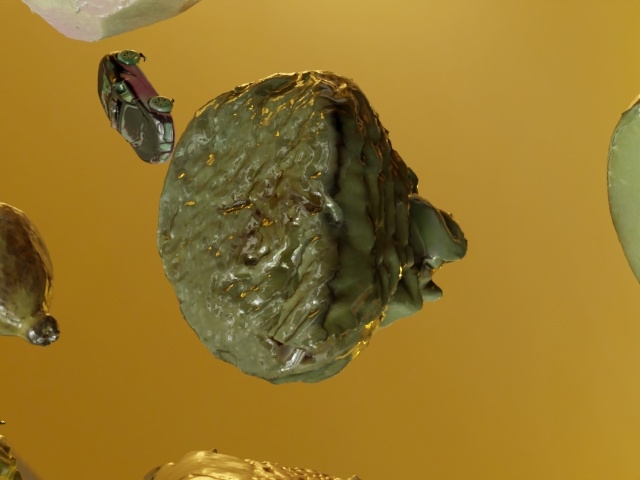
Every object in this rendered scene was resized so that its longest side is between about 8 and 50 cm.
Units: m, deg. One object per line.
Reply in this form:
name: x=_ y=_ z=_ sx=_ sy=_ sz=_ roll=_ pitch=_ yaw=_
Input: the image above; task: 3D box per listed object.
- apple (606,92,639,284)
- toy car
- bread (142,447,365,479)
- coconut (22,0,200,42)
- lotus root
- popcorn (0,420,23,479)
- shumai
apple: x=0.407 y=-0.030 z=1.247 sx=0.179 sy=0.254 sz=0.346 roll=-80 pitch=-29 yaw=-62
toy car: x=-0.192 y=-0.136 z=1.349 sx=0.055 sy=0.069 sz=0.142 roll=-13 pitch=-133 yaw=-30
bread: x=-0.033 y=0.334 z=1.256 sx=0.315 sy=0.270 sz=0.211 roll=10 pitch=-90 yaw=-12
coconut: x=-0.208 y=-0.306 z=1.295 sx=0.230 sy=0.227 sz=0.227 roll=43 pitch=-145 yaw=-7
lotus root: x=-0.379 y=0.040 z=1.563 sx=0.138 sy=0.138 sz=0.214 roll=10 pitch=-140 yaw=-53
popcorn: x=-0.433 y=0.275 z=1.547 sx=0.173 sy=0.173 sz=0.142 roll=-10 pitch=-87 yaw=-57
shumai: x=-0.001 y=0.000 z=1.100 sx=0.218 sy=0.189 sz=0.256 roll=19 pitch=-109 yaw=-50
